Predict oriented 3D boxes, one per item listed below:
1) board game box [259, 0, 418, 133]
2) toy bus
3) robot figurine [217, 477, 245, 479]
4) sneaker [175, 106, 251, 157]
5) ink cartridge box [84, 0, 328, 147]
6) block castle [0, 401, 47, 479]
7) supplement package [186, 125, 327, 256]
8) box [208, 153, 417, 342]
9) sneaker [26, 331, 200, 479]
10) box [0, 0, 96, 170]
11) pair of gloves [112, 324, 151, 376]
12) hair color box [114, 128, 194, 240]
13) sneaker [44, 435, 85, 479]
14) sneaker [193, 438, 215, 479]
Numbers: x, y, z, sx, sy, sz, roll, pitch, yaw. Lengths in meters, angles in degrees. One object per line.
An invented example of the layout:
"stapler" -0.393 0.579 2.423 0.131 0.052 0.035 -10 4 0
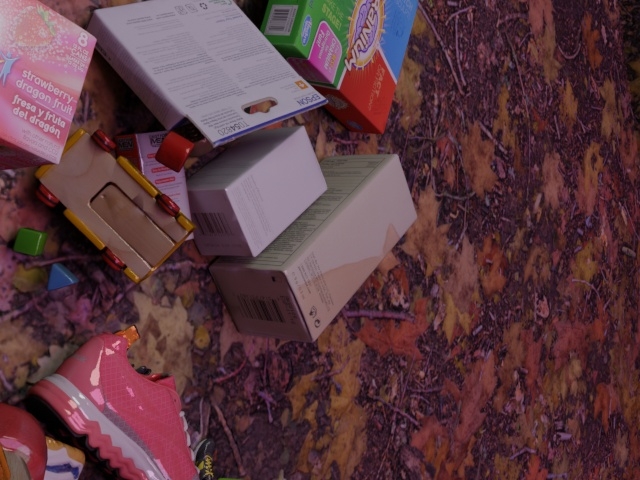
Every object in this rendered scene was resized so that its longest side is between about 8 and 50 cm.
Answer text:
"board game box" 0.038 -0.330 1.255 0.316 0.064 0.242 30 73 -60
"toy bus" -0.237 -0.046 0.950 0.104 0.191 0.202 -170 -100 -86
"robot figurine" -0.122 0.369 1.112 0.101 0.067 0.115 -99 -164 -62
"sneaker" -0.128 -0.150 1.092 0.192 0.064 0.086 -74 158 -45
"ink cartridge box" -0.134 -0.208 1.027 0.224 0.045 0.223 48 42 12
"block castle" -0.373 0.030 0.537 0.303 0.213 0.453 -16 106 -20
"supplement package" -0.091 -0.068 1.131 0.179 0.105 0.105 -45 123 -40
"box" 0.000 0.000 1.215 0.311 0.148 0.121 -45 125 -39
"sneaker" -0.194 0.231 0.987 0.136 0.116 0.314 -54 129 -28
"box" -0.375 -0.182 0.742 0.300 0.154 0.142 28 69 -47
"pair of gloves" -0.242 0.152 1.021 0.074 0.010 0.083 -31 115 -47
"hair color box" -0.205 -0.064 1.039 0.072 0.043 0.141 -17 104 -51
"sneaker" -0.360 0.221 0.798 0.296 0.112 0.131 39 66 -41
"sneaker" -0.154 0.305 1.111 0.031 0.035 0.083 40 60 -45
